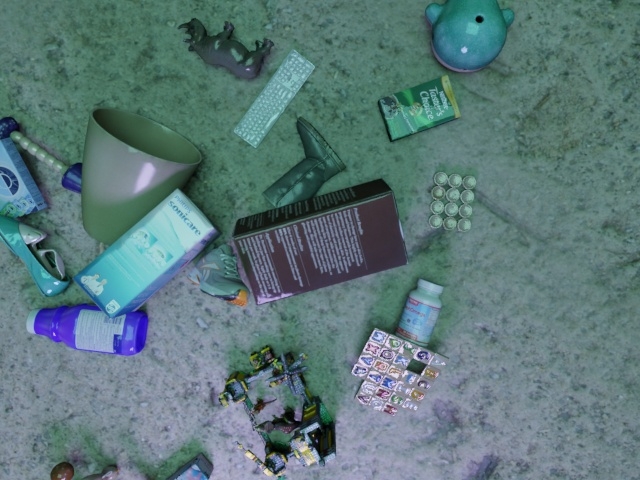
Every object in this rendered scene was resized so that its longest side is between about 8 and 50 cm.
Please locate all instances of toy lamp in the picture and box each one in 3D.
[{"bbox_3d":[-0.683,-0.206,1.207,0.274,0.080,0.080,34,93,-2],"label":"toy lamp"}]

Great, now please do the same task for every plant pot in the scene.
[{"bbox_3d":[-0.455,-0.130,1.143,0.256,0.256,0.274,30,109,-1],"label":"plant pot"}]

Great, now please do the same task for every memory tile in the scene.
[{"bbox_3d":[0.337,-0.099,1.232,0.113,0.012,0.148,6,94,1],"label":"memory tile"}]

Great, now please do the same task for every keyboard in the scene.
[{"bbox_3d":[-0.117,-0.359,1.221,0.072,0.014,0.256,37,94,-1],"label":"keyboard"}]

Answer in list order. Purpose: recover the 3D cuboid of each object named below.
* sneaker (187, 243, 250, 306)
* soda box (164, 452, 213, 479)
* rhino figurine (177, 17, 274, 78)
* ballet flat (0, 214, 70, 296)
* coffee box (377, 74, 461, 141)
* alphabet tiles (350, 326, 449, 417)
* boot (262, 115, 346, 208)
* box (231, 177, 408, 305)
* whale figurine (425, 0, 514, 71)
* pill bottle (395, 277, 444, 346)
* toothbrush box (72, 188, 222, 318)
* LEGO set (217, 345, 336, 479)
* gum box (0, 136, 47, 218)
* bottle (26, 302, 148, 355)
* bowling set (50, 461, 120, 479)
[{"bbox_3d":[-0.234,0.070,1.143,0.099,0.262,0.121,28,84,-36],"label":"sneaker"},{"bbox_3d":[-0.373,0.645,1.263,0.183,0.063,0.058,-39,92,3],"label":"soda box"},{"bbox_3d":[-0.243,-0.481,1.186,0.243,0.073,0.106,23,91,1],"label":"rhino figurine"},{"bbox_3d":[-0.716,0.025,1.211,0.087,0.083,0.247,-28,107,-4],"label":"ballet flat"},{"bbox_3d":[0.246,-0.330,1.204,0.184,0.040,0.113,-18,93,2],"label":"coffee box"},{"bbox_3d":[0.182,0.347,1.220,0.198,0.009,0.237,22,115,-1],"label":"alphabet tiles"},{"bbox_3d":[-0.063,-0.179,1.210,0.208,0.076,0.190,-38,90,10],"label":"boot"},{"bbox_3d":[0.000,0.000,1.158,0.381,0.143,0.191,-15,112,3],"label":"box"},{"bbox_3d":[0.360,-0.547,1.138,0.216,0.141,0.272,6,93,1],"label":"whale figurine"},{"bbox_3d":[0.254,0.180,1.213,0.087,0.087,0.160,18,93,0],"label":"pill bottle"},{"bbox_3d":[-0.387,0.031,1.128,0.295,0.216,0.126,-44,92,-8],"label":"toothbrush box"},{"bbox_3d":[-0.103,0.442,1.181,0.254,0.192,0.332,-20,93,2],"label":"LEGO set"},{"bbox_3d":[-0.797,-0.143,1.194,0.156,0.041,0.185,-15,109,12],"label":"gum box"},{"bbox_3d":[-0.592,0.221,1.224,0.282,0.092,0.118,6,88,1],"label":"bottle"},{"bbox_3d":[-0.589,0.649,1.246,0.287,0.154,0.200,-32,74,4],"label":"bowling set"}]
